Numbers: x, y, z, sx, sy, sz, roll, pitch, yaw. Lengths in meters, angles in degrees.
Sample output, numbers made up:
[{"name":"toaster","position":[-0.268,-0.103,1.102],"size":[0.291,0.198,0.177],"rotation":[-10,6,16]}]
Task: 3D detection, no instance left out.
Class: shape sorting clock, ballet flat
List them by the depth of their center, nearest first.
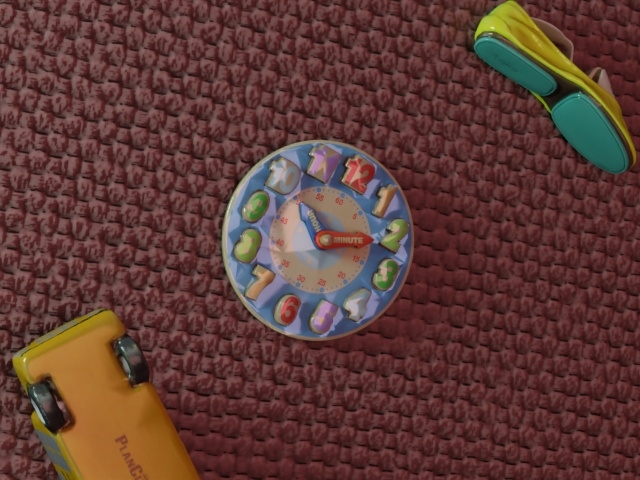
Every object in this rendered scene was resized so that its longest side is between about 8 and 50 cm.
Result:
[{"name":"shape sorting clock","position":[0.000,0.000,1.805],"size":[0.206,0.040,0.206],"rotation":[0,89,-20]},{"name":"ballet flat","position":[0.264,-0.171,1.893],"size":[0.231,0.077,0.077],"rotation":[40,60,-14]}]

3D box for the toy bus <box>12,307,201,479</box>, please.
[{"name":"toy bus","position":[-0.179,0.231,1.687],"size":[0.108,0.130,0.332],"rotation":[-29,99,-18]}]
